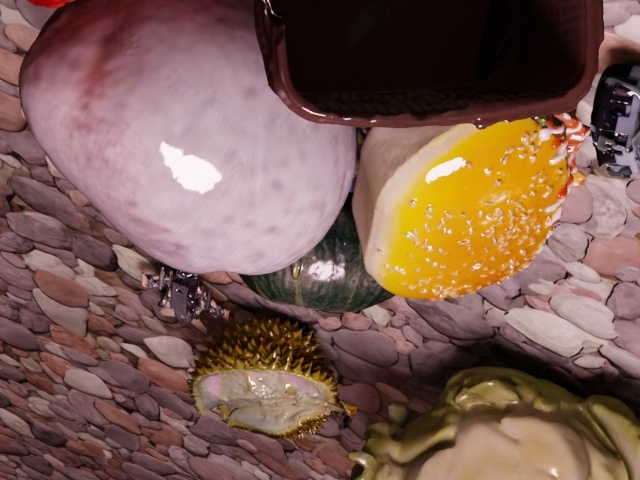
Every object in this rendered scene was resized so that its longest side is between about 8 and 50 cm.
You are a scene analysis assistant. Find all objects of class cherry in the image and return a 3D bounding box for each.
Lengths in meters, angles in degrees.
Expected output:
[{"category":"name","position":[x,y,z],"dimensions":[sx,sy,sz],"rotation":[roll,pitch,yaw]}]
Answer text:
[{"category":"cherry","position":[-0.120,-0.113,1.604],"dimensions":[0.291,0.335,0.326],"rotation":[-34,87,16]}]

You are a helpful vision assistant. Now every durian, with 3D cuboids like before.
[{"category":"durian","position":[-0.048,0.173,2.201],"dimensions":[0.237,0.137,0.193],"rotation":[13,143,19]}]

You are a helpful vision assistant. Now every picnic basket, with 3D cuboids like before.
[{"category":"picnic basket","position":[0.079,-0.195,1.406],"dimensions":[0.297,0.222,0.129],"rotation":[-5,177,-16]}]

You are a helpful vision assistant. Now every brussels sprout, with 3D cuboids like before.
[{"category":"brussels sprout","position":[0.254,0.340,2.040],"dimensions":[0.425,0.342,0.361],"rotation":[17,176,25]}]

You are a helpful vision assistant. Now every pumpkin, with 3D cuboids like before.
[{"category":"pumpkin","position":[0.000,0.001,1.850],"dimensions":[0.212,0.152,0.211],"rotation":[3,179,0]}]

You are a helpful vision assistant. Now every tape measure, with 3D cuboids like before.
[{"category":"tape measure","position":[0.278,-0.115,1.533],"dimensions":[0.054,0.094,0.091],"rotation":[11,165,23]}]

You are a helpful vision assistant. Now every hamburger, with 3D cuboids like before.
[{"category":"hamburger","position":[0.142,-0.053,1.613],"dimensions":[0.151,0.227,0.295],"rotation":[56,161,20]}]

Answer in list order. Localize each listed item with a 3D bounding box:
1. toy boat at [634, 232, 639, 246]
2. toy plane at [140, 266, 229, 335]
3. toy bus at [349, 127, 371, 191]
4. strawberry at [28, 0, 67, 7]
[{"category":"toy boat","position":[0.374,0.045,1.737],"dimensions":[0.072,0.064,0.206],"rotation":[26,160,43]},{"category":"toy plane","position":[-0.178,0.057,2.200],"dimensions":[0.135,0.062,0.188],"rotation":[23,150,10]},{"category":"toy bus","position":[-0.022,-0.115,1.789],"dimensions":[0.268,0.092,0.106],"rotation":[4,133,36]},{"category":"strawberry","position":[-0.186,-0.343,1.423],"dimensions":[0.292,0.310,0.291],"rotation":[30,128,48]}]
